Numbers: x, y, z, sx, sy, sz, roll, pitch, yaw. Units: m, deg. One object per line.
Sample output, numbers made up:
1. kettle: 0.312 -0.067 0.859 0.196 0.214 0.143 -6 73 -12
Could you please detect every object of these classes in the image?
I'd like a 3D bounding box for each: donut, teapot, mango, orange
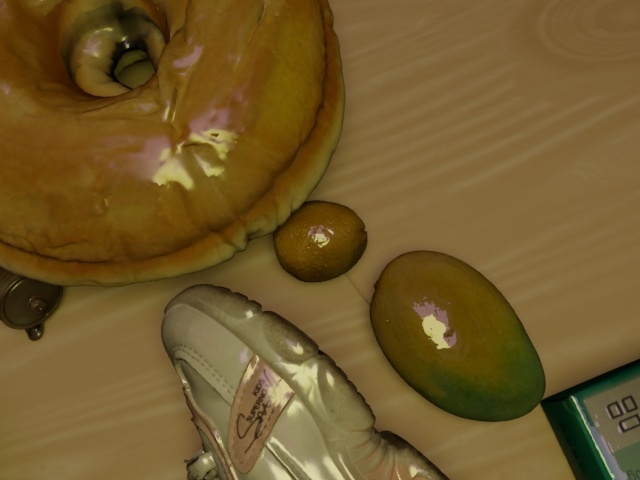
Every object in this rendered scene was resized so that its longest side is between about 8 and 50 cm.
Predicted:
1. donut: -0.188 -0.169 0.696 0.448 0.198 0.449 -1 73 3
2. teapot: -0.281 0.046 0.716 0.080 0.085 0.110 31 45 31
3. mango: 0.132 0.095 0.684 0.194 0.092 0.130 36 74 0
4. orange: 0.000 0.000 0.709 0.095 0.085 0.085 -4 74 2

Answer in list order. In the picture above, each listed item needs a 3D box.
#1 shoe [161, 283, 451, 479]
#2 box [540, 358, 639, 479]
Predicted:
1. shoe: -0.034 0.199 0.604 0.351 0.172 0.198 43 78 11
2. box: 0.355 0.173 0.658 0.244 0.092 0.153 -19 74 -7
